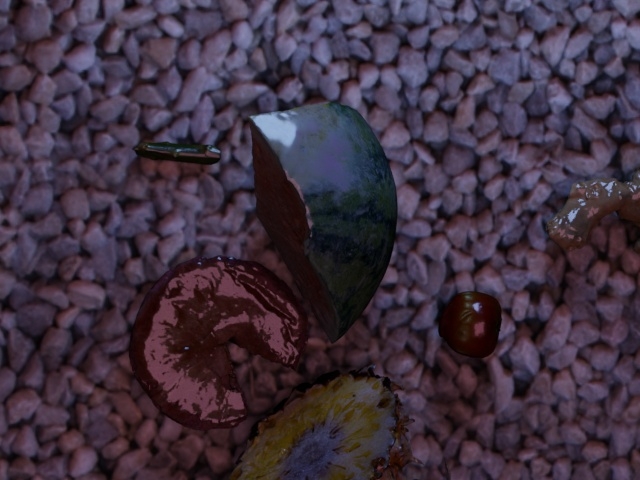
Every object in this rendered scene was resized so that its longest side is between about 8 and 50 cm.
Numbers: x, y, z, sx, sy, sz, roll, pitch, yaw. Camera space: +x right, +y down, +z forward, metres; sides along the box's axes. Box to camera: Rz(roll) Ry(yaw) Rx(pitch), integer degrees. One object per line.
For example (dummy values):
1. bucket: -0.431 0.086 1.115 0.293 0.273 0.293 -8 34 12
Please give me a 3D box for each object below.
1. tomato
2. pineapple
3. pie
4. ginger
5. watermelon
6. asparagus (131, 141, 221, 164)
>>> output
1. tomato: 0.187 0.104 1.459 0.075 0.087 0.087 12 89 20
2. pineapple: 0.056 0.329 1.400 0.262 0.262 0.272 -40 119 -6
3. pie: -0.127 0.123 1.427 0.204 0.054 0.219 32 86 -8
4. ginger: 0.415 -0.041 1.499 0.258 0.065 0.149 -31 97 -9
5. watermelon: 0.004 -0.041 1.375 0.175 0.260 0.256 6 67 3
6. asparagus: -0.176 -0.109 1.433 0.108 0.021 0.025 4 86 -8
